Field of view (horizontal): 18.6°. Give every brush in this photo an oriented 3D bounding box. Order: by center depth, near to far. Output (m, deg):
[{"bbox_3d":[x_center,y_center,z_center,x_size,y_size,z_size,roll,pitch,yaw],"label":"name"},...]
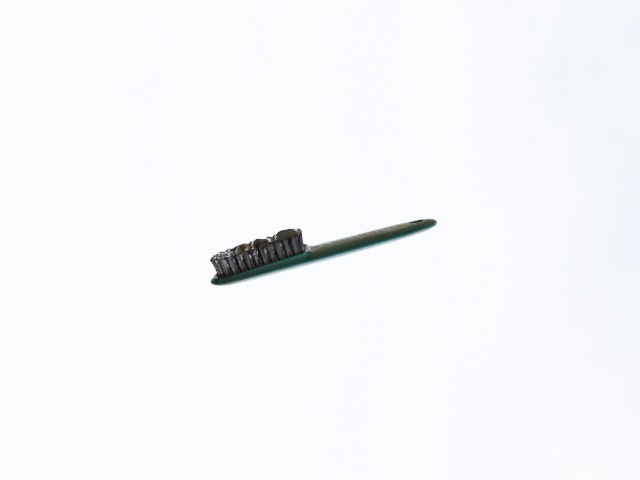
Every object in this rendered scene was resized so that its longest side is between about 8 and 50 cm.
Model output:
[{"bbox_3d":[0.000,0.000,1.601,0.043,0.193,0.032,-106,180,-76],"label":"brush"}]
